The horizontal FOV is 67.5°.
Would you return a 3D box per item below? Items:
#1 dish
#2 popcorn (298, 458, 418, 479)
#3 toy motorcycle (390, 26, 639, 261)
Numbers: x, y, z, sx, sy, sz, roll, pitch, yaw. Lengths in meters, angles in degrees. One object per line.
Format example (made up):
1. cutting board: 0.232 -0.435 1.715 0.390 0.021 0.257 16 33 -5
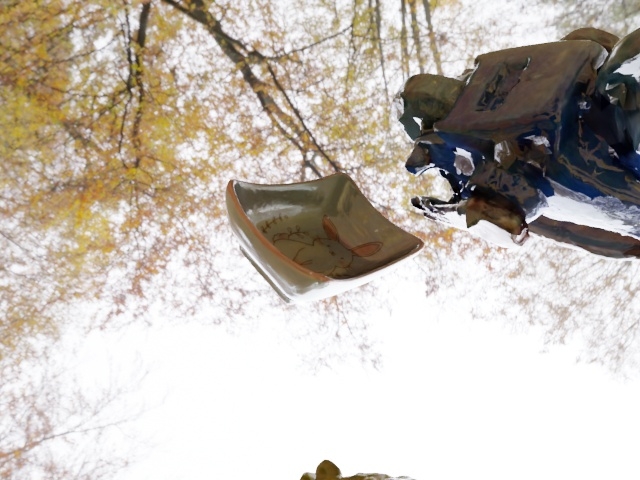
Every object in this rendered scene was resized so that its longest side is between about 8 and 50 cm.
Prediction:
1. dish: 0.000 0.000 0.526 0.151 0.212 0.077 44 -58 23
2. popcorn: 0.030 0.250 0.335 0.187 0.167 0.185 25 -152 9
3. toy motorcycle: 0.215 -0.078 0.401 0.319 0.241 0.182 23 -75 61
